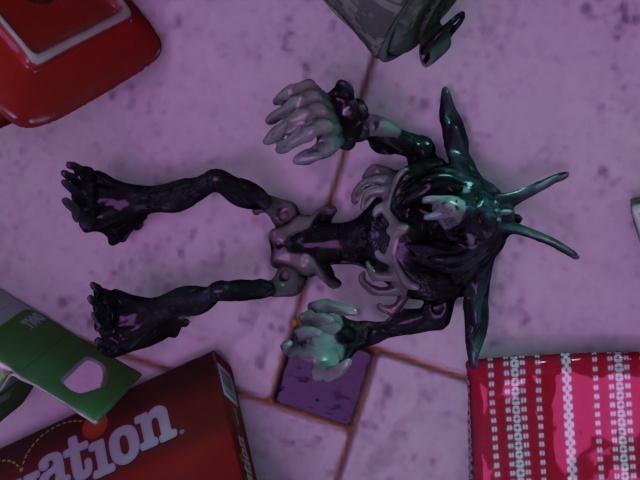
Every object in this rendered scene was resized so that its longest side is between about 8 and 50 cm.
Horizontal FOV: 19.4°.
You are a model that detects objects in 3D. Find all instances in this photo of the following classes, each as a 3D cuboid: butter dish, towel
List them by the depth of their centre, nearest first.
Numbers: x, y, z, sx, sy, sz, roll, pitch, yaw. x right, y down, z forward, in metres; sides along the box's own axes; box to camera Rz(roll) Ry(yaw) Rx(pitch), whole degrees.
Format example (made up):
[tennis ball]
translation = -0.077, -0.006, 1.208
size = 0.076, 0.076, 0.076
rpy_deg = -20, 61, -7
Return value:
[towel]
translation = 0.221, 0.160, 1.048
size = 0.275, 0.031, 0.198
rpy_deg = -1, 82, 3
[butter dish]
translation = -0.197, -0.120, 1.057
size = 0.160, 0.160, 0.118
rpy_deg = 50, 125, 0

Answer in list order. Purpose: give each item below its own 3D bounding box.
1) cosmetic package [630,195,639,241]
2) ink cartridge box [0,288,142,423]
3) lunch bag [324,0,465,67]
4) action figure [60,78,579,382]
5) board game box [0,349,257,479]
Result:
[cosmetic package]
translation = 0.237, -0.010, 1.049
size = 0.115, 0.041, 0.060
rpy_deg = -18, 95, 11
[ink cartridge box]
translation = -0.219, 0.061, 1.093
size = 0.209, 0.109, 0.062
rpy_deg = 31, 102, 2
[lunch bag]
translation = 0.007, -0.268, 0.958
size = 0.305, 0.212, 0.256
rpy_deg = 41, 119, 3
[action figure]
translation = 0.000, 0.000, 1.038
size = 0.276, 0.141, 0.164
rpy_deg = -8, 86, 11
[board game box]
translation = -0.167, 0.182, 1.101
size = 0.281, 0.027, 0.145
rpy_deg = -26, 50, 11
